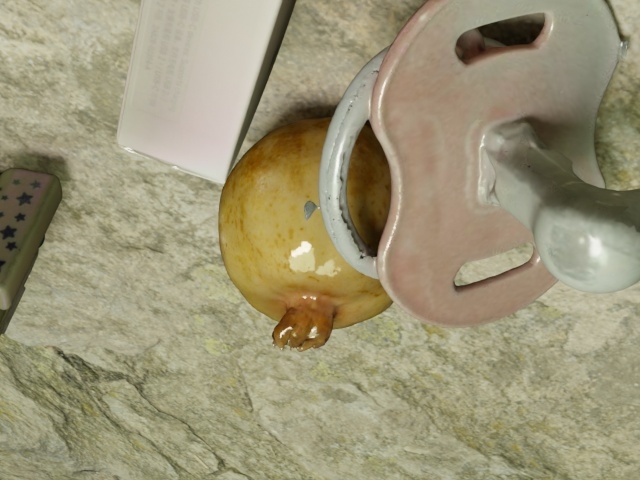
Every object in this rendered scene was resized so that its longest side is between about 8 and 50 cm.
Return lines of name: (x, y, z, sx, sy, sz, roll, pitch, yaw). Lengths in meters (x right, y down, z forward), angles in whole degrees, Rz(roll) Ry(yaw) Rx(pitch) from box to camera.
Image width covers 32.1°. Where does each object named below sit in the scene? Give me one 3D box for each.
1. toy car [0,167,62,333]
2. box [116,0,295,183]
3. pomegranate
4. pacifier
toy car: (-0.476, -0.016, 1.199, 0.335, 0.242, 0.226, 25, 144, -12)
box: (-0.067, -0.203, 0.846, 0.106, 0.203, 0.252, 20, 142, -5)
pomegranate: (0.002, -0.014, 1.058, 0.207, 0.207, 0.207, 10, 141, 8)
pacifier: (0.156, -0.059, 0.911, 0.273, 0.220, 0.332, 13, 125, 25)
